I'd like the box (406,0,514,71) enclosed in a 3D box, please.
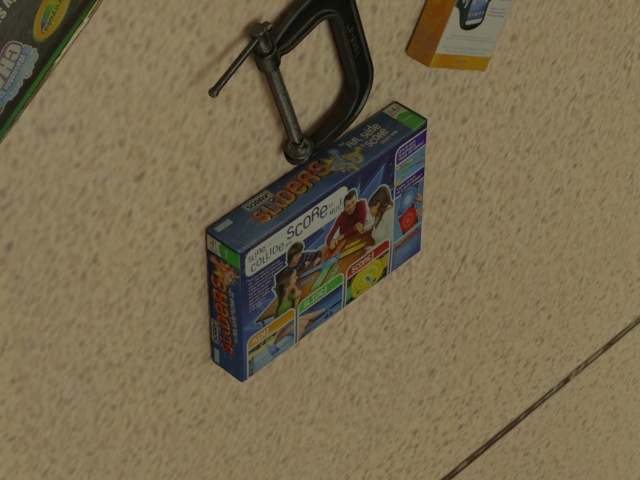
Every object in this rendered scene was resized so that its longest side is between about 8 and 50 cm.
[{"bbox_3d":[0.118,-0.193,1.439,0.081,0.028,0.136,-3,118,-54],"label":"box"}]

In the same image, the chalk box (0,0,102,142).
[{"bbox_3d":[-0.206,-0.124,0.935,0.132,0.132,0.213,-55,151,-6],"label":"chalk box"}]

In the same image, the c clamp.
[{"bbox_3d":[-0.015,-0.109,1.335,0.137,0.022,0.160,-53,148,-17],"label":"c clamp"}]

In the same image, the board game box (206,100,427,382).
[{"bbox_3d":[0.000,0.000,1.440,0.201,0.035,0.136,-35,143,-33],"label":"board game box"}]
